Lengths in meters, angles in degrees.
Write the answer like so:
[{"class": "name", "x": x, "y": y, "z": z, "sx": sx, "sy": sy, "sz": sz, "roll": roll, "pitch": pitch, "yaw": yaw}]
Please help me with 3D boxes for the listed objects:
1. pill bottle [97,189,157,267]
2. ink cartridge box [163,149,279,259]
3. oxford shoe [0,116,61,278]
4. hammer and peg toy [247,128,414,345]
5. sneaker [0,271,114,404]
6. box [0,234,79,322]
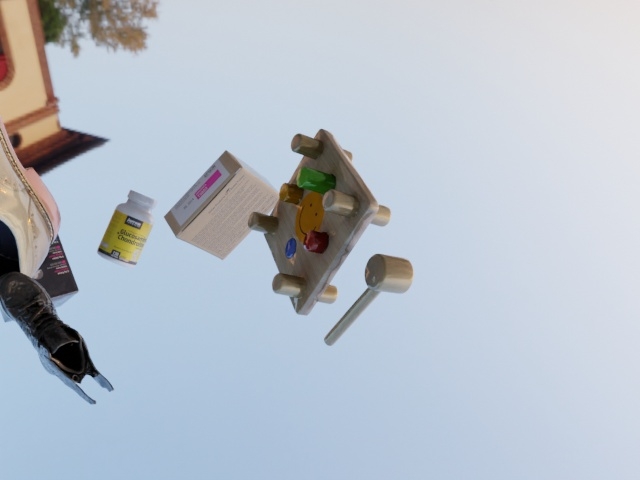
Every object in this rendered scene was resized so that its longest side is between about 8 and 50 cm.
[{"class": "pill bottle", "x": -0.485, "y": -0.031, "z": 1.576, "sx": 0.103, "sy": 0.184, "sz": 0.103, "roll": 23, "pitch": 178, "yaw": 1}, {"class": "ink cartridge box", "x": -0.240, "y": -0.083, "z": 1.551, "sx": 0.234, "sy": 0.193, "sz": 0.088, "roll": -45, "pitch": -125, "yaw": 7}, {"class": "oxford shoe", "x": -0.452, "y": -0.098, "z": 0.739, "sx": 0.140, "sy": 0.397, "sz": 0.147, "roll": -21, "pitch": -139, "yaw": 8}, {"class": "hammer and peg toy", "x": 0.000, "y": 0.000, "z": 1.080, "sx": 0.127, "sy": 0.266, "sz": 0.361, "roll": 14, "pitch": -148, "yaw": -32}, {"class": "sneaker", "x": -0.307, "y": 0.110, "z": 0.716, "sx": 0.051, "sy": 0.170, "sz": 0.089, "roll": -36, "pitch": -161, "yaw": -36}, {"class": "box", "x": -0.708, "y": 0.035, "z": 1.475, "sx": 0.143, "sy": 0.271, "sz": 0.165, "roll": -18, "pitch": 174, "yaw": -41}]
